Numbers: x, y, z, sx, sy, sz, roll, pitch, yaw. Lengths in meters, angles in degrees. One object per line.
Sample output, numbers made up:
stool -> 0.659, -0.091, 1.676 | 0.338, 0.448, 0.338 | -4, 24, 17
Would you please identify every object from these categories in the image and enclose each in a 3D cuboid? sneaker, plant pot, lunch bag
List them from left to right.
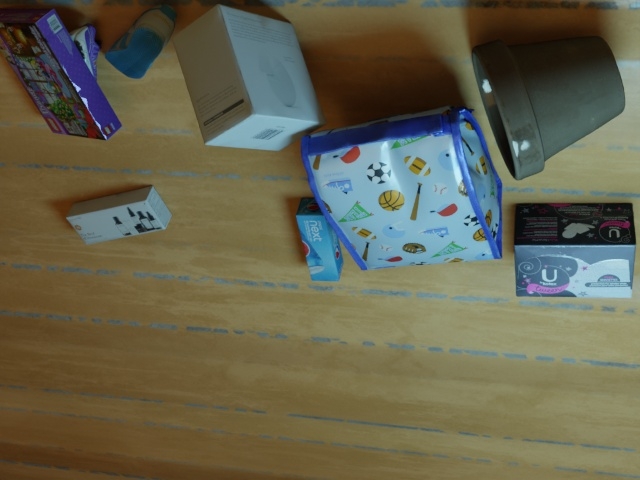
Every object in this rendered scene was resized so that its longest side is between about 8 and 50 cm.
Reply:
sneaker -> -0.485, -0.386, 1.946 | 0.068, 0.071, 0.170 | 36, 151, 10
sneaker -> -0.361, -0.402, 1.884 | 0.087, 0.092, 0.228 | 39, 150, -23
lunch bag -> 0.174, -0.123, 1.858 | 0.327, 0.239, 0.385 | -8, 150, 22
plant pot -> 0.425, -0.268, 1.700 | 0.229, 0.263, 0.263 | -18, 127, 8

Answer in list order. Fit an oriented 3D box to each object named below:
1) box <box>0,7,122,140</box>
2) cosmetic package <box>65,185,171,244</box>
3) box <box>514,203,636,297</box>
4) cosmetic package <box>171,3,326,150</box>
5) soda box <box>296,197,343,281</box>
box -> -0.564, -0.349, 1.952 | 0.200, 0.057, 0.293 | 12, 140, 40
cosmetic package -> -0.492, -0.059, 2.253 | 0.239, 0.060, 0.099 | -11, 128, 24
box -> 0.544, 0.025, 1.992 | 0.247, 0.142, 0.163 | 1, 132, 15
cosmetic package -> -0.134, -0.301, 1.754 | 0.138, 0.224, 0.225 | -24, 77, 33
soda box -> 0.000, 0.000, 2.170 | 0.071, 0.067, 0.210 | 0, 132, 15
